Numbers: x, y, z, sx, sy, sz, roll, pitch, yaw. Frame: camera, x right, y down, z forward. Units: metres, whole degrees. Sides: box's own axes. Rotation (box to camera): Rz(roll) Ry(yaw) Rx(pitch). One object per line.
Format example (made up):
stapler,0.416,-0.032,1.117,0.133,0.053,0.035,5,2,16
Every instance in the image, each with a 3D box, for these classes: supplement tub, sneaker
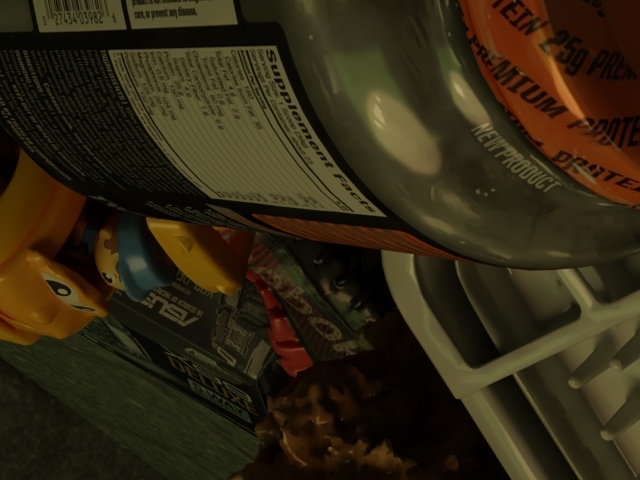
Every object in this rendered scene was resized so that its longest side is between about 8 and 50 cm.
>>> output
supplement tub,0.023,-0.093,0.574,0.193,0.193,0.316,41,162,-30
sneaker,0.000,0.000,1.107,0.135,0.097,0.276,7,146,34

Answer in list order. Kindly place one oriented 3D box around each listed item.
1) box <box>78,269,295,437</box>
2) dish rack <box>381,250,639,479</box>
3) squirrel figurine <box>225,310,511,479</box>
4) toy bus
box,-0.153,0.057,1.618,0.307,0.076,0.242,29,164,13
dish rack,0.197,0.068,0.667,0.285,0.072,0.332,-31,91,47
squirrel figurine,0.127,0.198,0.900,0.397,0.370,0.281,37,175,-2
toy bus,-0.079,-0.041,0.916,0.211,0.220,0.149,18,163,25
